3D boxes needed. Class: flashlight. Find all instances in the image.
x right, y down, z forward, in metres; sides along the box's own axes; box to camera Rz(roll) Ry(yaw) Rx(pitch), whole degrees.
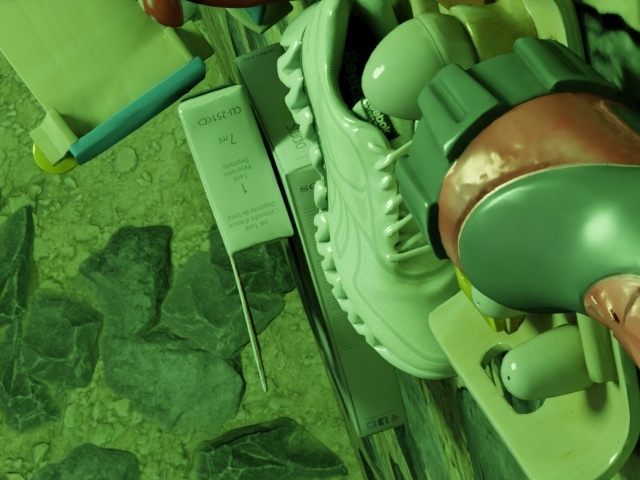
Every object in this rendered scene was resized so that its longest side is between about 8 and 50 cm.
[{"bbox_3d":[0.118,0.041,0.399,0.304,0.103,0.103,-114,9,-50],"label":"flashlight"}]

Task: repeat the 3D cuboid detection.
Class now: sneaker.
[{"bbox_3d":[0.048,-0.042,0.839,0.118,0.110,0.292,145,106,-75],"label":"sneaker"}]

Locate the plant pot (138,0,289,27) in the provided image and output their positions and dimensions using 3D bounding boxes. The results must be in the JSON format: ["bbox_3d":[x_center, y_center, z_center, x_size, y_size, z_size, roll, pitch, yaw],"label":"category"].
[{"bbox_3d":[-0.072,-0.264,0.893,0.191,0.174,0.191,163,90,-83],"label":"plant pot"}]

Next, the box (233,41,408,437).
[{"bbox_3d":[0.000,0.000,1.158,0.232,0.058,0.322,-114,8,-54],"label":"box"}]

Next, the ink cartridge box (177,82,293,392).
[{"bbox_3d":[-0.070,-0.019,1.156,0.296,0.066,0.261,-127,20,-80],"label":"ink cartridge box"}]

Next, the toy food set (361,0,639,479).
[{"bbox_3d":[0.071,-0.034,0.655,0.220,0.092,0.306,-121,14,-63],"label":"toy food set"}]

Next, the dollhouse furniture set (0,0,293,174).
[{"bbox_3d":[-0.205,-0.243,1.112,0.286,0.303,0.198,51,171,1],"label":"dollhouse furniture set"}]
